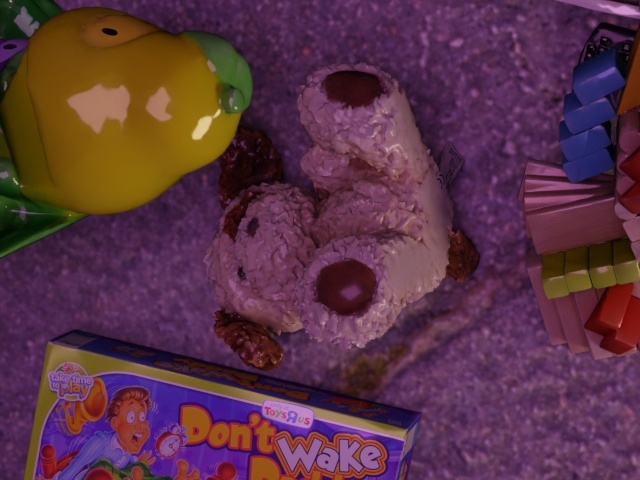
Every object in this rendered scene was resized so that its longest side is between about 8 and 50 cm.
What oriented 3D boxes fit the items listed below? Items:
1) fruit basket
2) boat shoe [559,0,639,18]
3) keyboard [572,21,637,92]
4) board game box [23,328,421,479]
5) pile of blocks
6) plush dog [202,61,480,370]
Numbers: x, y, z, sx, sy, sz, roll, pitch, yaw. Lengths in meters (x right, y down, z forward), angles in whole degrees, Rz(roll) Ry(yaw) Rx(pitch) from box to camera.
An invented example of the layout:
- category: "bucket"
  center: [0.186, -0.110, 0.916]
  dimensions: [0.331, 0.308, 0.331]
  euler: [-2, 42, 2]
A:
- category: "fruit basket"
  center: [-0.249, -0.113, 1.681]
  dimensions: [0.392, 0.392, 0.283]
  euler: [-40, 87, 14]
- category: "boat shoe"
  center: [0.222, -0.248, 1.693]
  dimensions: [0.305, 0.109, 0.091]
  euler: [13, 104, 15]
- category: "keyboard"
  center: [0.321, -0.145, 1.719]
  dimensions: [0.192, 0.038, 0.100]
  euler: [16, 99, 10]
- category: "board game box"
  center: [-0.101, 0.237, 1.835]
  dimensions: [0.347, 0.078, 0.233]
  euler: [12, 99, 11]
- category: "pile of blocks"
  center: [0.245, -0.043, 1.650]
  dimensions: [0.149, 0.112, 0.362]
  euler: [9, 119, 3]
- category: "plush dog"
  center: [0.000, 0.000, 1.758]
  dimensions: [0.225, 0.211, 0.262]
  euler: [-11, 65, 28]
